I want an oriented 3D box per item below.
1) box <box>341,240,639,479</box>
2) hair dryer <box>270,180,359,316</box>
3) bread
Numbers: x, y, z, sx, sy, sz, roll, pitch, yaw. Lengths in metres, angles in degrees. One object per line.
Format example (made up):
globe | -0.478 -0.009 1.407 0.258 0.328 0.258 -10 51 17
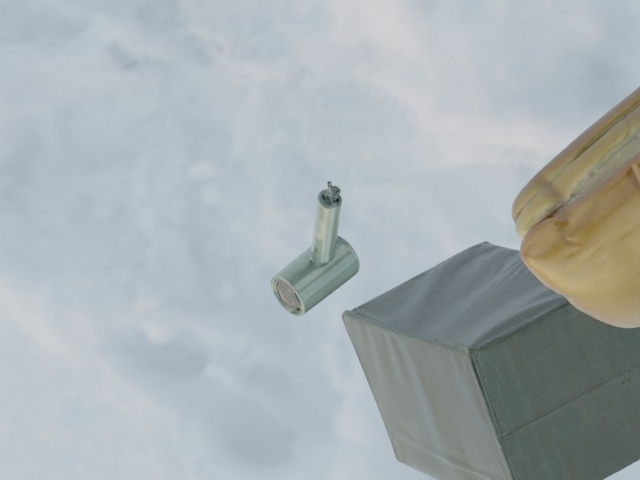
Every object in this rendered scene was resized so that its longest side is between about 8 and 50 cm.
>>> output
box | 0.148 0.108 1.482 0.149 0.231 0.155 -26 104 -18
hair dryer | 0.000 0.000 1.342 0.038 0.063 0.124 39 149 21
bread | 0.198 -0.038 0.935 0.200 0.077 0.116 -40 129 23
